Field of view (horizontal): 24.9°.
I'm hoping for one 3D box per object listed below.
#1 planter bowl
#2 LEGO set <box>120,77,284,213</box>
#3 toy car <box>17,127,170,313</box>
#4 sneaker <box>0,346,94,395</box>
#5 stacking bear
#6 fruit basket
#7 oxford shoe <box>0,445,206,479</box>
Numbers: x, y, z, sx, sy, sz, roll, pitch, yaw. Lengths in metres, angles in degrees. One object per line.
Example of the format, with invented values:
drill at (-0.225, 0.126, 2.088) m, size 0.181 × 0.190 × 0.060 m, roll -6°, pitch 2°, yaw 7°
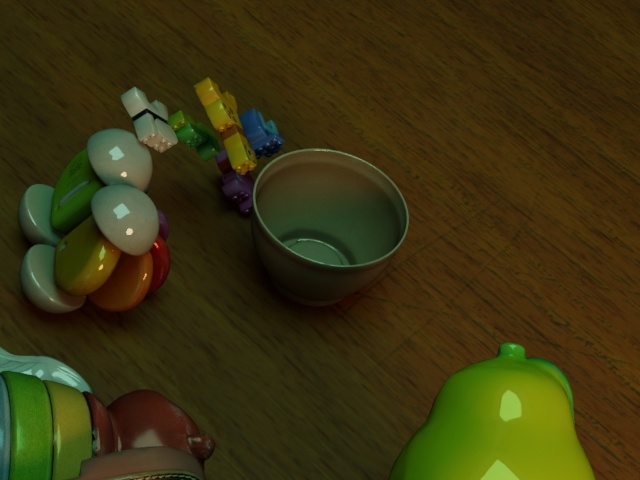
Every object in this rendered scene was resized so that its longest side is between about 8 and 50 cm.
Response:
planter bowl at (0.000, 0.000, 1.500) m, size 0.162 × 0.109 × 0.162 m, roll 8°, pitch 46°, yaw -9°
LEGO set at (-0.097, -0.092, 1.489) m, size 0.227 × 0.087 × 0.093 m, roll 30°, pitch 35°, yaw -57°
toy car at (-0.210, -0.009, 1.442) m, size 0.136 × 0.159 × 0.182 m, roll 30°, pitch 35°, yaw -39°
sneaker at (-0.285, 0.134, 1.342) m, size 0.152 × 0.054 × 0.061 m, roll 17°, pitch 55°, yaw 7°
stacking bear at (-0.239, 0.185, 1.240) m, size 0.289 × 0.175 × 0.164 m, roll 5°, pitch 45°, yaw -22°
fruit basket at (0.115, 0.285, 1.156) m, size 0.392 × 0.283 × 0.392 m, roll 9°, pitch 46°, yaw -9°
oxford shoe at (-0.233, 0.258, 1.100) m, size 0.348 × 0.123 × 0.130 m, roll -16°, pitch 42°, yaw -19°
